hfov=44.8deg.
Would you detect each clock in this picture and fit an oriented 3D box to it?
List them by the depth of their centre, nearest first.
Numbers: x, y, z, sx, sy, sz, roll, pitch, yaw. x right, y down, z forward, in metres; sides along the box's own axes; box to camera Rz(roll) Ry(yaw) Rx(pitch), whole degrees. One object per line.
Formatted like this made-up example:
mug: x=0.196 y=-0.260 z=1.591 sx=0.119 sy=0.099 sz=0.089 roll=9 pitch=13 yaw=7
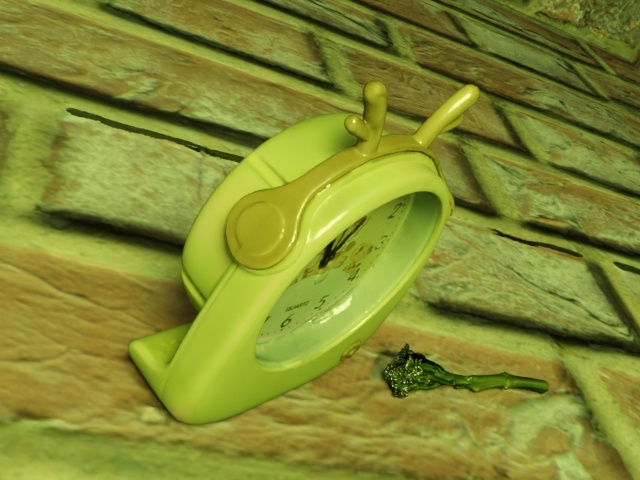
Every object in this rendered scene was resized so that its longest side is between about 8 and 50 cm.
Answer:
clock: x=0.000 y=0.000 z=0.601 sx=0.235 sy=0.308 sz=0.096 roll=-12 pitch=52 yaw=-48

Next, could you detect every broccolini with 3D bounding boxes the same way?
broccolini: x=0.154 y=0.146 z=0.787 sx=0.218 sy=0.044 sz=0.042 roll=16 pitch=19 yaw=-31
